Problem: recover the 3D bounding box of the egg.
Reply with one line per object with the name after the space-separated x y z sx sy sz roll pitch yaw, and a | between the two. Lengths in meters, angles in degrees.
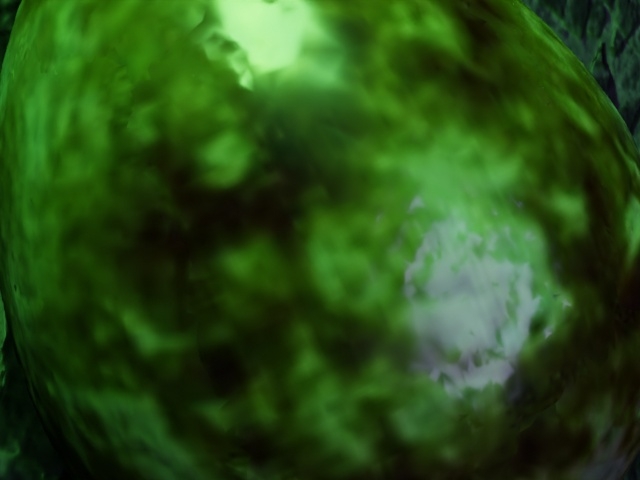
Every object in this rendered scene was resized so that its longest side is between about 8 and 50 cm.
0.000 0.000 0.546 0.238 0.238 0.290 -31 103 -40 | egg
